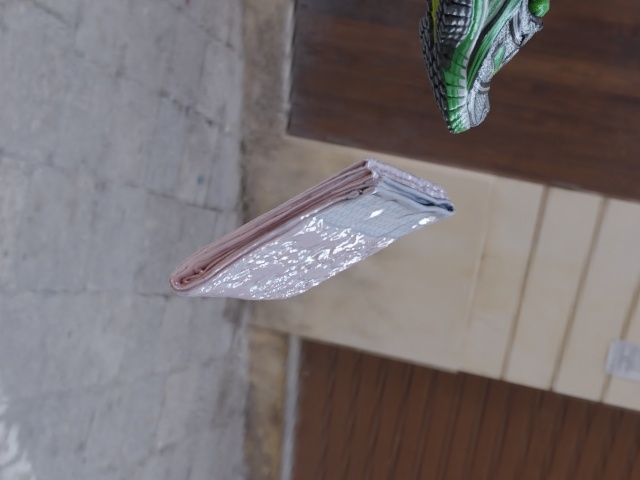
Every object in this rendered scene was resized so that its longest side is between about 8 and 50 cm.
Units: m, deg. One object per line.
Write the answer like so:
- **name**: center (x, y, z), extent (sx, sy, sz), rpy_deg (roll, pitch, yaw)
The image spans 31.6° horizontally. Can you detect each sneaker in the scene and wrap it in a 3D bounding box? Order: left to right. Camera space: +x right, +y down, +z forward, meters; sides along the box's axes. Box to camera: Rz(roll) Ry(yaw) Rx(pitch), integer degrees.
- **sneaker**: center (0.201, -0.243, 1.347), extent (0.343, 0.146, 0.134), rpy_deg (87, -8, -65)

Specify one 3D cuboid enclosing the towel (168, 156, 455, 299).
- **towel**: center (0.000, 0.000, 1.537), extent (0.332, 0.317, 0.053), rpy_deg (11, 54, -66)
